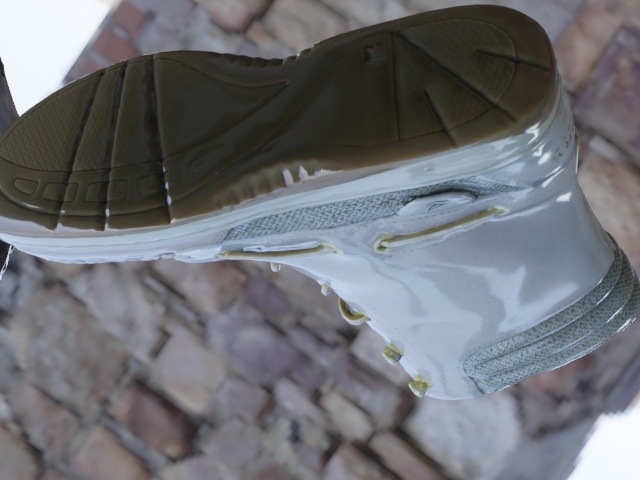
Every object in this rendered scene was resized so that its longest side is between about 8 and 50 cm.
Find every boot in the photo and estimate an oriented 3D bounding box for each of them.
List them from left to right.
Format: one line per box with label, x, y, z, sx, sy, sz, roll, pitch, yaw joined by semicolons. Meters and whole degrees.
boot;0.000;0.000;0.653;0.165;0.213;0.077;55;-149;-52

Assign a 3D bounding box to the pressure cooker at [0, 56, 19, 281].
pressure cooker;-0.425;-0.071;1.054;0.375;0.370;0.420;34;179;26
